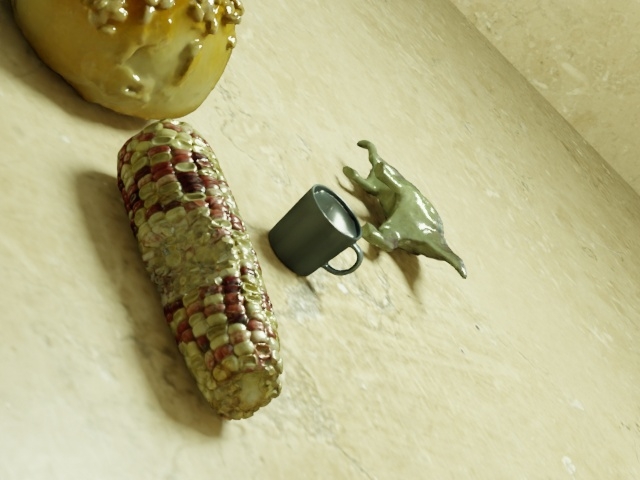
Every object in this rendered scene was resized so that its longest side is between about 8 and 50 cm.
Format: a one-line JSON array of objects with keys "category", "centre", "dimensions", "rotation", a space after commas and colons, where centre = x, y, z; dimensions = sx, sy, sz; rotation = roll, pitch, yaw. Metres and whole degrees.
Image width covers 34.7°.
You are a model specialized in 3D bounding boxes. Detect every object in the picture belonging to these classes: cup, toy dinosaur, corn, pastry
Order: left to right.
[{"category": "pastry", "centre": [-0.202, -0.282, 1.059], "dimensions": [0.284, 0.184, 0.316], "rotation": [12, 43, -58]}, {"category": "corn", "centre": [-0.105, 0.018, 0.887], "dimensions": [0.098, 0.098, 0.290], "rotation": [22, 37, -48]}, {"category": "cup", "centre": [0.000, 0.000, 1.128], "dimensions": [0.100, 0.077, 0.078], "rotation": [51, 22, 5]}, {"category": "toy dinosaur", "centre": [0.109, -0.048, 1.407], "dimensions": [0.162, 0.077, 0.294], "rotation": [35, 26, -32]}]
